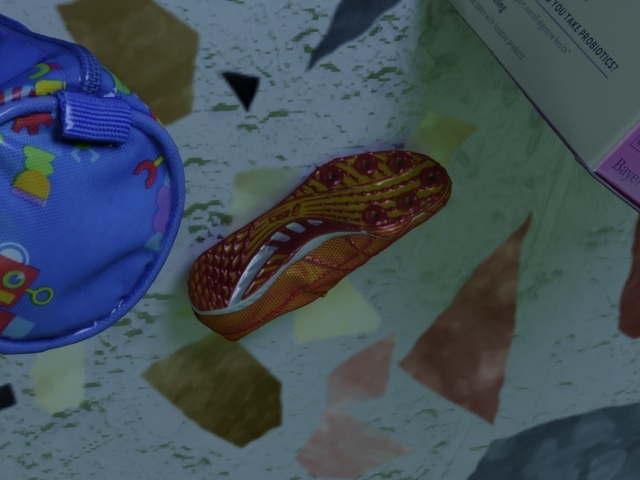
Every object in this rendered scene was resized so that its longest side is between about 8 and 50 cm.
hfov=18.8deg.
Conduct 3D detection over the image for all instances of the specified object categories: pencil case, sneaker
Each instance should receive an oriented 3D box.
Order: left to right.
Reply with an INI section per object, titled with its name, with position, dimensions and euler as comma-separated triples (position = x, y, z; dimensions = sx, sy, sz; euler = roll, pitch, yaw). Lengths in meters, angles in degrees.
[pencil case]
position = -0.185, -0.068, 0.876
dimensions = 0.119, 0.306, 0.133
euler = 2, 114, -41
[sneaker]
position = 0.000, 0.000, 1.180
dimensions = 0.175, 0.064, 0.067
euler = -27, 152, 3

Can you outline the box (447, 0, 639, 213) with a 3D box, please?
[box]
position = 0.212, -0.155, 1.046
dimensions = 0.117, 0.213, 0.243
euler = 31, 107, -38
